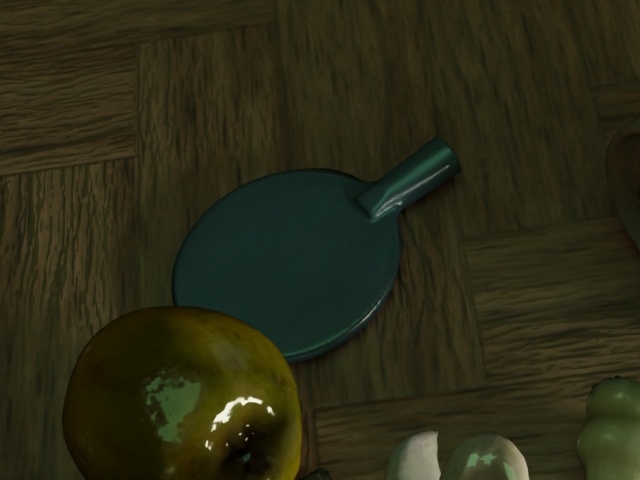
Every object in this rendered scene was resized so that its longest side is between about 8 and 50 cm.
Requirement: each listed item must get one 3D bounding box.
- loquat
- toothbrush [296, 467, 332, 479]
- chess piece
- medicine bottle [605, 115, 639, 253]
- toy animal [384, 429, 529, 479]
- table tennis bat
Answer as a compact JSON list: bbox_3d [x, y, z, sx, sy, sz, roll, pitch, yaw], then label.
[{"bbox_3d":[-0.129,0.151,1.079,0.213,0.213,0.246,-43,31,-18],"label":"loquat"},{"bbox_3d":[-0.116,0.286,1.091,0.297,0.030,0.030,-29,49,-12],"label":"toothbrush"},{"bbox_3d":[0.249,0.249,1.011,0.133,0.133,0.243,17,69,18],"label":"chess piece"},{"bbox_3d":[0.489,-0.108,1.126,0.406,0.236,0.236,-33,59,-11],"label":"medicine bottle"},{"bbox_3d":[0.116,0.322,0.872,0.241,0.196,0.368,-16,87,-22],"label":"toy animal"},{"bbox_3d":[0.000,0.000,1.248,0.329,0.044,0.215,-34,58,-10],"label":"table tennis bat"}]
